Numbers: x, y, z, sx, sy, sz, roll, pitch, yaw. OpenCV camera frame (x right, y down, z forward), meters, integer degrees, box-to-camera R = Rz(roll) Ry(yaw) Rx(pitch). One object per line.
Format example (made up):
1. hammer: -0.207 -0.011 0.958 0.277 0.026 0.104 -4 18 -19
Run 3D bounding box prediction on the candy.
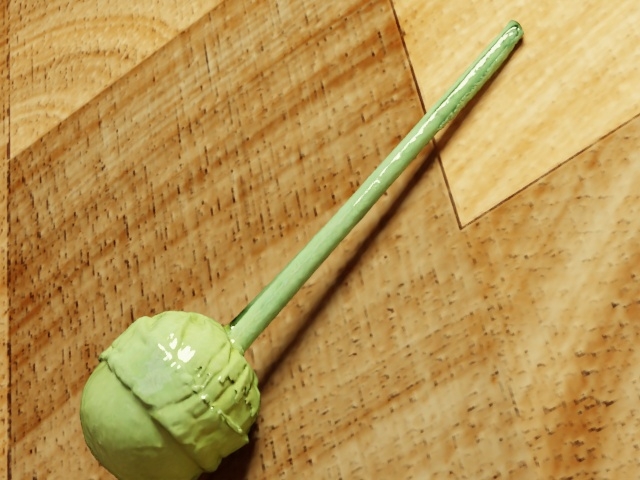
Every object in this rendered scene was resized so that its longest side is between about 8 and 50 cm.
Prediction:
1. candy: 0.000 0.000 0.857 0.092 0.093 0.335 41 79 10
